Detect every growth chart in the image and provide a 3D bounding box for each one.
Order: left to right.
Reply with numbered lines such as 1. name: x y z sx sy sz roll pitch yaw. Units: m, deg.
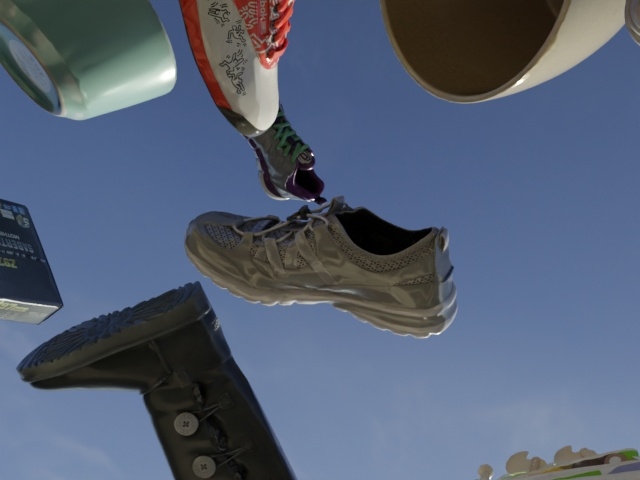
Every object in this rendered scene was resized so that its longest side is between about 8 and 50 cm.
1. growth chart: 0.245 0.245 0.782 0.237 0.172 0.021 -14 -72 29

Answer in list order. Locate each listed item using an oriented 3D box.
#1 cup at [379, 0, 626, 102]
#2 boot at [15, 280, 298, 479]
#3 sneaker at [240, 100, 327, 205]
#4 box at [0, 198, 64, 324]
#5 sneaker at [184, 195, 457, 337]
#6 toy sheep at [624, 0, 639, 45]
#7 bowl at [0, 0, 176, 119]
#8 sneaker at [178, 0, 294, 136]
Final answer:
1. cup: 0.260 -0.339 1.021 0.331 0.237 0.330 21 -64 54
2. boot: -0.267 0.334 1.454 0.367 0.146 0.445 -20 -73 14
3. sneaker: -0.051 -0.144 1.142 0.098 0.083 0.223 17 -36 38
4. box: -0.473 0.015 1.143 0.059 0.233 0.183 -35 -114 18
5. sneaker: 0.000 0.000 0.822 0.281 0.105 0.115 11 -58 15
6. toy sheep: 0.324 -0.210 0.778 0.091 0.132 0.091 3 -85 36
7. bowl: -0.379 -0.303 1.254 0.312 0.163 0.311 37 -26 21
8. sneaker: -0.044 -0.223 0.724 0.145 0.090 0.270 -9 -64 18
